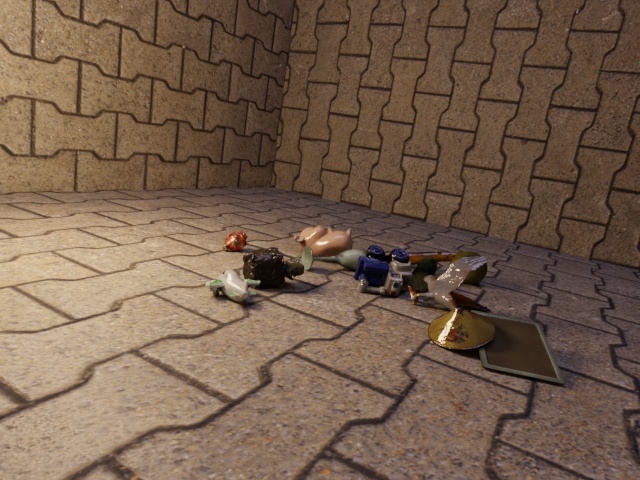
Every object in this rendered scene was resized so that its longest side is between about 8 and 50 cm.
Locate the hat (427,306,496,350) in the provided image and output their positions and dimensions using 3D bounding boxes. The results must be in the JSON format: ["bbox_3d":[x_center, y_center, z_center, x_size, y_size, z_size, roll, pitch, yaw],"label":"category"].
[{"bbox_3d":[0.405,0.231,1.305,0.193,0.082,0.193,-12,21,5],"label":"hat"}]

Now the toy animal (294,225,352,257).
[{"bbox_3d":[0.018,0.015,1.996,0.251,0.166,0.153,7,52,14],"label":"toy animal"}]

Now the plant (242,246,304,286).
[{"bbox_3d":[-0.164,0.092,1.559,0.203,0.131,0.143,2,11,-35],"label":"plant"}]

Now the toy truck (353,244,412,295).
[{"bbox_3d":[0.241,0.130,1.690,0.214,0.161,0.176,9,32,-4],"label":"toy truck"}]

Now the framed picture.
[{"bbox_3d":[0.551,0.298,1.280,0.218,0.017,0.274,11,26,8],"label":"framed picture"}]

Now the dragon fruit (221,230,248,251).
[{"bbox_3d":[-0.367,0.007,1.915,0.086,0.080,0.116,17,38,25],"label":"dragon fruit"}]

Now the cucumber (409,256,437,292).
[{"bbox_3d":[0.438,0.132,1.892,0.097,0.096,0.359,13,13,16],"label":"cucumber"}]

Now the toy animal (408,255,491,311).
[{"bbox_3d":[0.457,0.220,1.558,0.303,0.224,0.284,-1,30,17],"label":"toy animal"}]

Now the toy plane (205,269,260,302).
[{"bbox_3d":[-0.269,0.139,1.396,0.174,0.080,0.174,7,11,-1],"label":"toy plane"}]

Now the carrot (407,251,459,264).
[{"bbox_3d":[0.491,0.082,2.089,0.315,0.066,0.066,-3,10,12],"label":"carrot"}]

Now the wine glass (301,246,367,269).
[{"bbox_3d":[0.110,0.126,1.815,0.310,0.096,0.264,3,34,-29],"label":"wine glass"}]

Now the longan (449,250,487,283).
[{"bbox_3d":[0.660,0.126,2.000,0.155,0.145,0.176,38,-15,28],"label":"longan"}]
